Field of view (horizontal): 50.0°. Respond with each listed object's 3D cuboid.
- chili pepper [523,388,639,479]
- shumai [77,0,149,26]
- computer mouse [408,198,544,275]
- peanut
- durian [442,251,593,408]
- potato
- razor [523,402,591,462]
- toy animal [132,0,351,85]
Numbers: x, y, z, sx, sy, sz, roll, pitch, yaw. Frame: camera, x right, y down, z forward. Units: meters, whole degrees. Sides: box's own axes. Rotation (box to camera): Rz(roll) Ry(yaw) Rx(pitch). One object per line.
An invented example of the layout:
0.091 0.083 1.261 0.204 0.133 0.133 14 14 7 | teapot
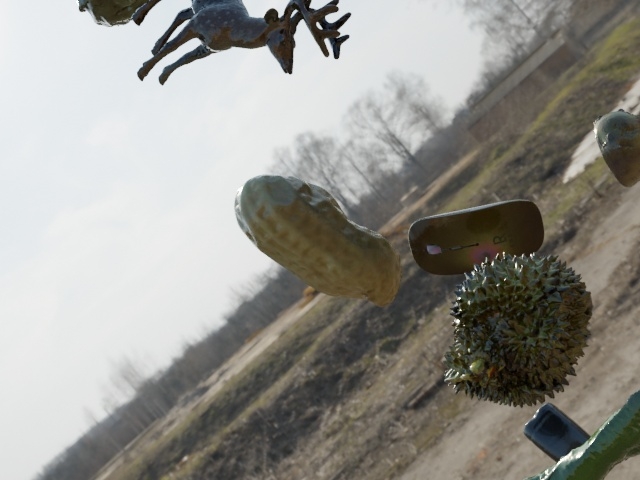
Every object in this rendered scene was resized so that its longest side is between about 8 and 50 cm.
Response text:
0.276 0.286 0.780 0.359 0.085 0.076 -57 24 26 | chili pepper
-0.387 -0.574 1.443 0.189 0.218 0.256 -32 -48 -66 | shumai
0.360 -0.007 1.602 0.310 0.158 0.072 -11 24 15 | computer mouse
0.000 0.000 0.688 0.083 0.194 0.093 -50 19 24 | peanut
0.339 0.159 1.203 0.293 0.258 0.258 -61 4 -16 | durian
0.641 -0.185 1.432 0.100 0.172 0.089 -20 12 44 | potato
0.488 0.401 1.377 0.090 0.148 0.054 -51 -33 1 | razor
-0.110 -0.278 0.840 0.260 0.243 0.087 -27 -28 12 | toy animal
